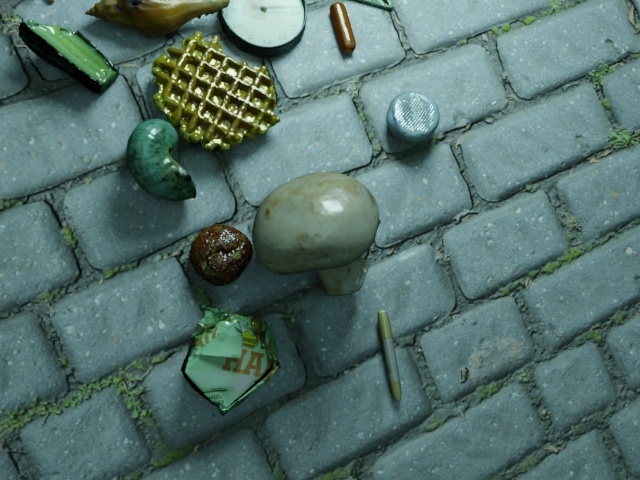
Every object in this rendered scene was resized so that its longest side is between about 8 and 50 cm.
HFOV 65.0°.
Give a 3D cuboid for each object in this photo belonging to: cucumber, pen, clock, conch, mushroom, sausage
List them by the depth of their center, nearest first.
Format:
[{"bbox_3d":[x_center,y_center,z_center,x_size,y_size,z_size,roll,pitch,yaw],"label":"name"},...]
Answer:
[{"bbox_3d":[-0.363,-0.181,1.130,0.122,0.176,0.188,-25,67,8],"label":"conch"},{"bbox_3d":[-0.563,-0.411,1.134,0.193,0.115,0.086,34,122,-12],"label":"cucumber"},{"bbox_3d":[0.000,0.000,1.140,0.298,0.297,0.290,-25,115,-14],"label":"mushroom"},{"bbox_3d":[-0.376,-0.541,1.166,0.330,0.093,0.109,-6,96,-2],"label":"conch"},{"bbox_3d":[-0.142,-0.575,1.258,0.226,0.049,0.226,1,85,-11],"label":"clock"},{"bbox_3d":[0.172,0.288,1.262,0.032,0.040,0.233,-10,92,-13],"label":"pen"},{"bbox_3d":[0.059,-0.550,1.305,0.039,0.041,0.131,-17,89,-35],"label":"sausage"}]

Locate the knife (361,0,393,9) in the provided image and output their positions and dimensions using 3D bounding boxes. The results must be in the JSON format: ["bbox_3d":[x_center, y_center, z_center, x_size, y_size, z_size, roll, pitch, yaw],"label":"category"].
[{"bbox_3d":[0.058,-0.667,1.326,0.293,0.020,0.043,13,80,-12],"label":"knife"}]

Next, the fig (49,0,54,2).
[{"bbox_3d":[-0.644,-0.629,1.119,0.119,0.119,0.153,5,91,-12],"label":"fig"}]

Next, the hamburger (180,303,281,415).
[{"bbox_3d":[-0.211,0.247,1.134,0.214,0.125,0.235,-44,99,-18],"label":"hamburger"}]

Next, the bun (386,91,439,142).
[{"bbox_3d":[0.236,-0.314,1.305,0.141,0.083,0.140,2,76,-7],"label":"bun"}]

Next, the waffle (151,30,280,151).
[{"bbox_3d":[-0.244,-0.356,1.195,0.301,0.058,0.281,47,67,-2],"label":"waffle"}]

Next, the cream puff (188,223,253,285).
[{"bbox_3d":[-0.230,0.033,1.167,0.149,0.084,0.149,1,85,-10],"label":"cream puff"}]
